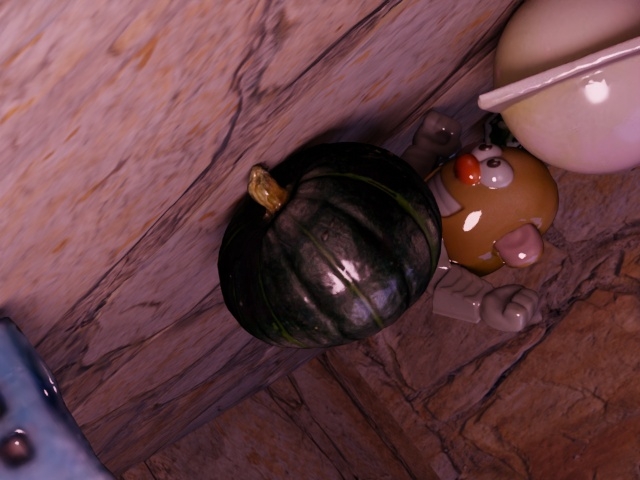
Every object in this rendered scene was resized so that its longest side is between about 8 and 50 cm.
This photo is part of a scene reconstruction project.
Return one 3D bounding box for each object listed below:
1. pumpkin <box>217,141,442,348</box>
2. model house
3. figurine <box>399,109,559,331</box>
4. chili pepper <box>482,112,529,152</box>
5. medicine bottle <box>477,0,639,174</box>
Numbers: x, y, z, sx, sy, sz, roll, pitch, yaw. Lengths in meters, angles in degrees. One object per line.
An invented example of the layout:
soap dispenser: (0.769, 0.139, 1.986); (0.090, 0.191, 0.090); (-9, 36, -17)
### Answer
pumpkin: (0.000, 0.000, 1.223); (0.250, 0.216, 0.250); (-40, -157, 21)
model house: (-0.357, 0.233, 1.001); (0.303, 0.215, 0.237); (-26, 166, -33)
figurine: (0.150, -0.022, 1.419); (0.285, 0.342, 0.167); (-17, 159, 3)
chili pepper: (0.333, -0.172, 1.985); (0.136, 0.099, 0.270); (-62, 167, -6)
medicine bottle: (0.329, -0.195, 1.377); (0.236, 0.235, 0.406); (-41, 172, 18)
